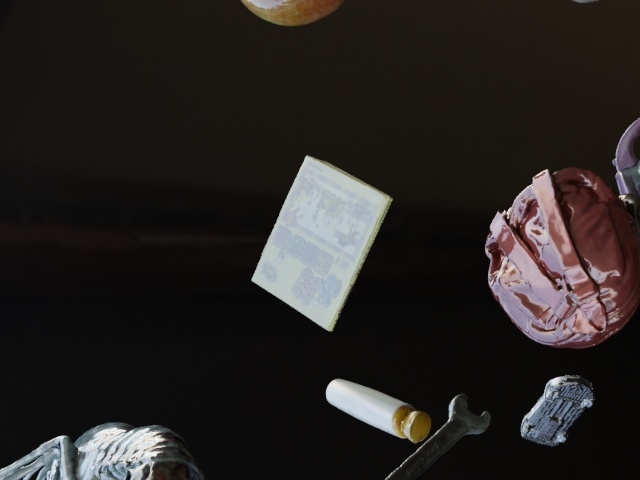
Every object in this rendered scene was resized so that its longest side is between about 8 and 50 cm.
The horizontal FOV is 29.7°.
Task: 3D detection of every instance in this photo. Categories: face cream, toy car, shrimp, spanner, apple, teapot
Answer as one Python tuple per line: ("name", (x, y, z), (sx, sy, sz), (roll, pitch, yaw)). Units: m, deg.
("face cream", (0.085, 0.254, 1.814), (0.182, 0.051, 0.072), (17, 165, 44))
("toy car", (0.213, 0.150, 1.081), (0.041, 0.093, 0.025), (16, -140, -10))
("shrimp", (-0.186, 0.240, 1.122), (0.221, 0.410, 0.166), (23, -118, -16))
("spanner", (0.111, 0.247, 1.354), (0.054, 0.015, 0.254), (49, -133, 9))
("apple", (-0.039, -0.393, 1.681), (0.188, 0.188, 0.174), (38, -169, -3))
("teapot", (0.483, -0.100, 1.683), (0.148, 0.146, 0.116), (60, -163, -14))

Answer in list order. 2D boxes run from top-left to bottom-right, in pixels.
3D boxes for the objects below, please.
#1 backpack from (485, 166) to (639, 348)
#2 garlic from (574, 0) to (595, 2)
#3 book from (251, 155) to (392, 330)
("backpack", (0.309, 0.029, 1.507), (0.139, 0.229, 0.229), (22, -145, -45))
("garlic", (0.432, -0.427, 1.880), (0.128, 0.148, 0.266), (33, -115, 23))
("book", (0.000, 0.000, 1.596), (0.013, 0.192, 0.168), (16, -169, -47))
